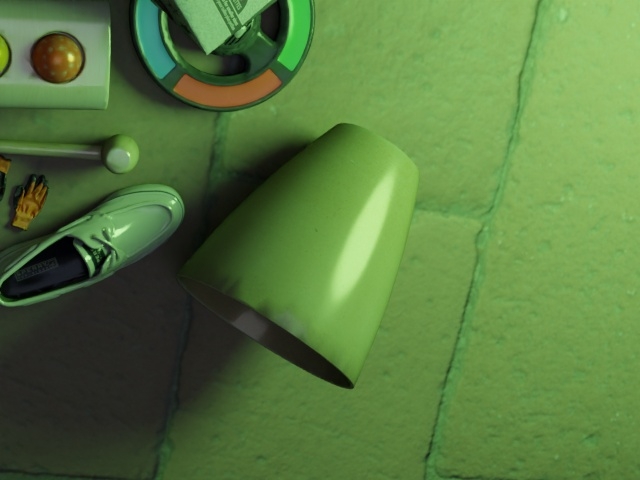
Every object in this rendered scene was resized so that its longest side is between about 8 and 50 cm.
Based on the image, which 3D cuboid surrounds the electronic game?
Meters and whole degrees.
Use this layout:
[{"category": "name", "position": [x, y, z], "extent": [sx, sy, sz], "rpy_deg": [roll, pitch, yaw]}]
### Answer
[{"category": "electronic game", "position": [-0.116, -0.269, 1.360], "extent": [0.229, 0.048, 0.229], "rpy_deg": [-5, 108, -17]}]

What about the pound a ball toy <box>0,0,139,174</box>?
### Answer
[{"category": "pound a ball toy", "position": [-0.355, -0.174, 1.264], "extent": [0.319, 0.136, 0.208], "rpy_deg": [0, 106, -18]}]

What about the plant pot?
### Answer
[{"category": "plant pot", "position": [0.000, 0.000, 1.396], "extent": [0.256, 0.256, 0.274], "rpy_deg": [37, 76, -24]}]

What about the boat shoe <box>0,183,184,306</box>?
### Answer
[{"category": "boat shoe", "position": [-0.280, 0.015, 1.373], "extent": [0.258, 0.084, 0.095], "rpy_deg": [-29, 113, -7]}]

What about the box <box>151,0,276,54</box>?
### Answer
[{"category": "box", "position": [-0.136, -0.343, 1.177], "extent": [0.163, 0.142, 0.247], "rpy_deg": [-40, 149, -6]}]

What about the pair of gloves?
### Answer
[{"category": "pair of gloves", "position": [-0.375, -0.057, 1.361], "extent": [0.083, 0.010, 0.074], "rpy_deg": [27, 97, -22]}]
